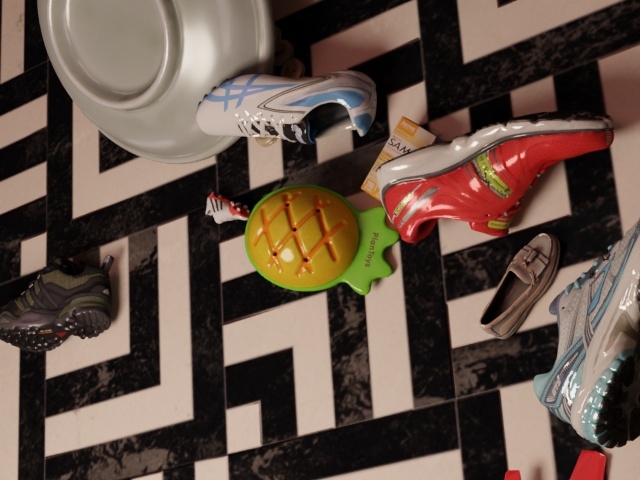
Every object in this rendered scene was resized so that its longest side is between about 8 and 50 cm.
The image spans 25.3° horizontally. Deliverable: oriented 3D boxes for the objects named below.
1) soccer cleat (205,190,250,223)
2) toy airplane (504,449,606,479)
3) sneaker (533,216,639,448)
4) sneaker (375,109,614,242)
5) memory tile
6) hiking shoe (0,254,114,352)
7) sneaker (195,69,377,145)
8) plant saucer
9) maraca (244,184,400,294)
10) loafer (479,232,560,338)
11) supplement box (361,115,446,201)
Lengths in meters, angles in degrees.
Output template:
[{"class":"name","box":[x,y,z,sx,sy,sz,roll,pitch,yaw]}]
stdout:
[{"class":"soccer cleat","box":[-0.119,-0.035,1.827,0.083,0.029,0.036,29,104,45]},{"class":"toy airplane","box":[0.233,0.274,1.431,0.151,0.028,0.151,-13,69,37]},{"class":"sneaker","box":[0.288,0.053,1.406,0.122,0.110,0.283,23,91,45]},{"class":"sneaker","box":[0.196,-0.066,1.544,0.279,0.107,0.118,-17,90,31]},{"class":"memory tile","box":[-0.068,-0.203,1.847,0.113,0.012,0.148,-45,52,19]},{"class":"hiking shoe","box":[-0.370,0.084,1.974,0.226,0.086,0.114,-10,56,31]},{"class":"sneaker","box":[-0.047,-0.154,1.736,0.237,0.085,0.086,-5,54,21]},{"class":"plant saucer","box":[-0.243,-0.281,1.835,0.400,0.100,0.401,15,117,32]},{"class":"maraca","box":[0.000,0.000,1.674,0.185,0.099,0.127,10,84,15]},{"class":"loafer","box":[0.211,0.047,1.515,0.045,0.039,0.125,35,99,42]},{"class":"supplement box","box":[0.099,-0.086,1.654,0.062,0.036,0.098,35,99,40]}]
